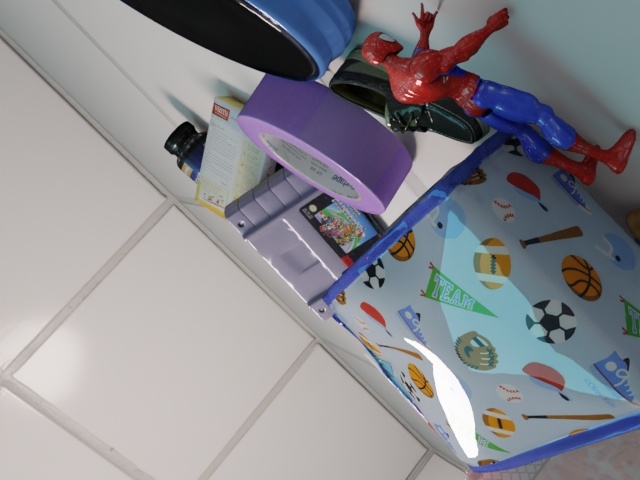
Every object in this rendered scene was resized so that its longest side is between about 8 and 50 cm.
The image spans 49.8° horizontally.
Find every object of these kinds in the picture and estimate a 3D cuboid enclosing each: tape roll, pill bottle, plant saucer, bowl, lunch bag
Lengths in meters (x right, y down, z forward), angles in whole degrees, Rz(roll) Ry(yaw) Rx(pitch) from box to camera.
[{"bbox_3d":[0.006,-0.151,1.089,0.275,0.090,0.275,33,174,4],"label":"tape roll"},{"bbox_3d":[-0.286,-0.198,1.759,0.219,0.123,0.123,41,166,0],"label":"pill bottle"},{"bbox_3d":[0.383,-0.012,0.767,0.083,0.015,0.083,38,167,10],"label":"plant saucer"},{"bbox_3d":[-0.147,-0.312,0.848,0.391,0.077,0.391,25,179,0],"label":"bowl"},{"bbox_3d":[0.199,0.094,0.859,0.328,0.239,0.385,48,139,6],"label":"lunch bag"}]

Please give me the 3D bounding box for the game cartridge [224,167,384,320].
[{"bbox_3d":[0.000,0.000,1.419,0.355,0.230,0.068,49,-161,-33],"label":"game cartridge"}]

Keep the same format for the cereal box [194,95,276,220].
[{"bbox_3d":[-0.170,-0.157,1.425,0.173,0.240,0.047,32,-151,30],"label":"cereal box"}]

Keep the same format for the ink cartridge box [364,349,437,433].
[{"bbox_3d":[0.227,0.183,1.193,0.131,0.226,0.306,12,-165,-30],"label":"ink cartridge box"}]

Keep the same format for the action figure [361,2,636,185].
[{"bbox_3d":[0.180,-0.171,0.699,0.280,0.139,0.091,20,166,-9],"label":"action figure"}]

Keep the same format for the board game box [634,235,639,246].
[{"bbox_3d":[0.466,0.103,0.851,0.243,0.042,0.165,37,166,16],"label":"board game box"}]

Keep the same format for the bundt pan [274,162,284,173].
[{"bbox_3d":[-0.074,-0.066,1.605,0.331,0.124,0.331,37,167,10],"label":"bundt pan"}]

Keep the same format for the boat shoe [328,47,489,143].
[{"bbox_3d":[0.107,-0.172,0.885,0.223,0.073,0.080,34,165,26],"label":"boat shoe"}]

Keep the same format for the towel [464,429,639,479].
[{"bbox_3d":[0.435,0.342,1.079,0.317,0.332,0.053,29,162,44],"label":"towel"}]
